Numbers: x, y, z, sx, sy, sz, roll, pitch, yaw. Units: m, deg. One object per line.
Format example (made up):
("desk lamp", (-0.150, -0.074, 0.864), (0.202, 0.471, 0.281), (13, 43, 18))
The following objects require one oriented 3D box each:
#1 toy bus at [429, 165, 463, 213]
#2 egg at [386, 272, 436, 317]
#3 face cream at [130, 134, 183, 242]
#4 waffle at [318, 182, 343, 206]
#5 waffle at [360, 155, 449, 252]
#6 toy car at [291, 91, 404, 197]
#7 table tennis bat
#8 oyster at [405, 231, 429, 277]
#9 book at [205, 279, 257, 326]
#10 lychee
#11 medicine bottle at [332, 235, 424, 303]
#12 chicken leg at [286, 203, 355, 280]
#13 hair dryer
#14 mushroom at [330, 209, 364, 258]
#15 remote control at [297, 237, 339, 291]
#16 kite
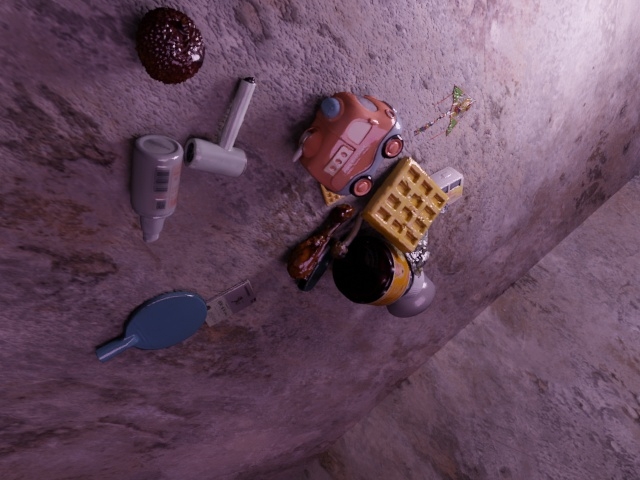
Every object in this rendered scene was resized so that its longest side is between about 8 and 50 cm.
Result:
("toy bus", (0.349, -0.134, 1.585), (0.343, 0.097, 0.138), (-27, 141, -16))
("egg", (0.390, 0.242, 1.964), (0.232, 0.176, 0.176), (-46, 144, 14))
("face cream", (-0.367, -0.102, 0.997), (0.101, 0.101, 0.251), (-9, 136, -35))
("waffle", (0.041, -0.166, 1.347), (0.092, 0.021, 0.135), (-33, 144, -8))
("waffle", (0.279, -0.113, 1.463), (0.221, 0.055, 0.247), (38, 85, -25))
("toy car", (0.061, -0.257, 1.147), (0.212, 0.180, 0.270), (22, 114, -40))
("table tennis bat", (-0.492, 0.260, 1.328), (0.329, 0.044, 0.215), (-27, 138, -16))
("oyster", (0.352, 0.007, 1.643), (0.087, 0.199, 0.252), (-17, -160, 38))
("book", (-0.300, 0.206, 1.463), (0.182, 0.014, 0.127), (-28, 142, -14))
("lychee", (-0.271, -0.342, 0.807), (0.123, 0.123, 0.129), (11, 130, -47))
("medicine bottle", (0.227, 0.119, 1.655), (0.242, 0.242, 0.395), (-50, 152, 16))
("chicken leg", (0.000, 0.000, 1.451), (0.304, 0.093, 0.113), (-50, 161, 2))
("hair dryer", (-0.204, -0.255, 1.001), (0.131, 0.073, 0.236), (7, 122, -43))
("mushroom", (0.092, -0.019, 1.504), (0.060, 0.061, 0.187), (47, 70, -34))
("remote control", (-0.006, 0.086, 1.558), (0.072, 0.042, 0.222), (17, 112, -47))
("kite", (0.396, -0.397, 1.418), (0.244, 0.006, 0.198), (-29, 144, -13))
